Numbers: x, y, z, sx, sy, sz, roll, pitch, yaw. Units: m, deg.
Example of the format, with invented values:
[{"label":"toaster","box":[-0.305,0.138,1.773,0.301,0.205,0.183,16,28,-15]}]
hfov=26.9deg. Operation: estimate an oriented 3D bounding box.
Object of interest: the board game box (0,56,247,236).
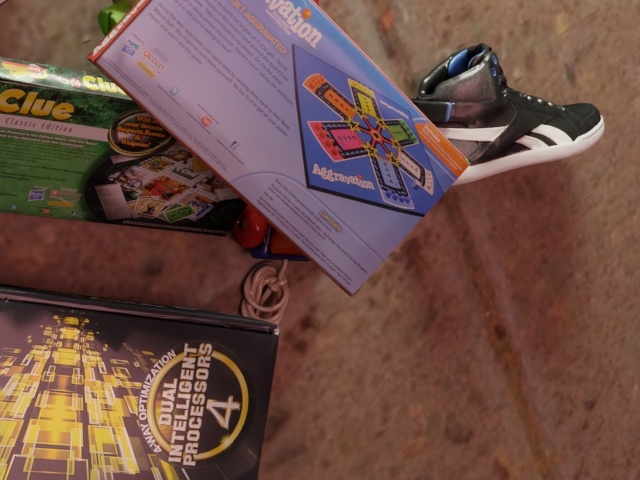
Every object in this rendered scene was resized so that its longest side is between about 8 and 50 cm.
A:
[{"label":"board game box","box":[-0.158,-0.067,1.041,0.259,0.030,0.136,7,137,-36]}]

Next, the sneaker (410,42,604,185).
[{"label":"sneaker","box":[0.183,-0.133,1.275,0.216,0.079,0.121,-18,111,-29]}]

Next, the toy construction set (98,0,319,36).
[{"label":"toy construction set","box":[-0.081,-0.250,1.027,0.327,0.151,0.215,-23,137,-21]}]

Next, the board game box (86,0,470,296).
[{"label":"board game box","box":[-0.024,-0.096,1.011,0.145,0.027,0.281,-47,116,0]}]

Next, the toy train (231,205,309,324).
[{"label":"toy train","box":[0.000,0.000,1.138,0.105,0.143,0.248,4,97,-34]}]

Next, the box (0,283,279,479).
[{"label":"box","box":[-0.213,0.235,1.037,0.318,0.097,0.395,10,88,-27]}]

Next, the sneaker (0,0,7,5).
[{"label":"sneaker","box":[-0.235,-0.195,0.750,0.226,0.086,0.163,-49,148,-14]}]
